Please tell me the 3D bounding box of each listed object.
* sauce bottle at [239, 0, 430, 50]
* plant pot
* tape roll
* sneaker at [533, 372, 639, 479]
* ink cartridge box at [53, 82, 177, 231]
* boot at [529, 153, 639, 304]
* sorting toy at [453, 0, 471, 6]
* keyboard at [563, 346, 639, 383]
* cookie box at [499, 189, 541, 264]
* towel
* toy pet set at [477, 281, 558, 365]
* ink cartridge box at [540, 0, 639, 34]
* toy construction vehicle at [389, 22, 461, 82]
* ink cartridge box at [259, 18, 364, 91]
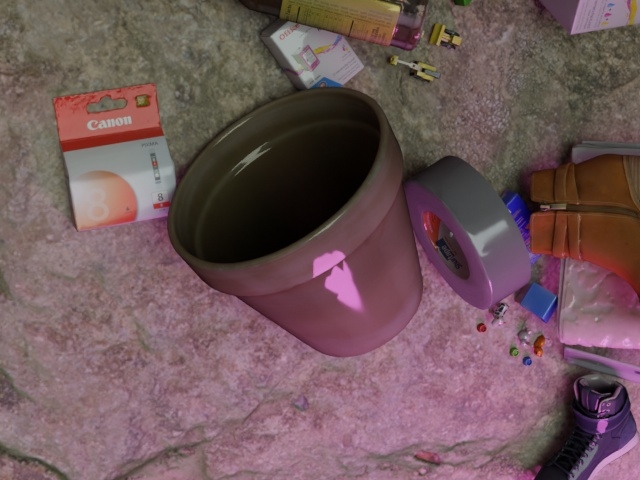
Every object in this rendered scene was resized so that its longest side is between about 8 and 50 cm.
[{"bbox_3d":[-0.027,-0.343,1.566,0.344,0.111,0.111,16,96,-3],"label":"sauce bottle"},{"bbox_3d":[0.000,0.000,1.610,0.323,0.323,0.280,-41,129,-8],"label":"plant pot"},{"bbox_3d":[0.208,-0.011,1.707,0.072,0.219,0.219,-32,110,-13],"label":"tape roll"},{"bbox_3d":[0.412,0.314,1.907,0.226,0.086,0.163,-36,131,-20],"label":"sneaker"},{"bbox_3d":[-0.272,-0.111,1.598,0.145,0.045,0.179,-11,107,-19],"label":"ink cartridge box"},{"bbox_3d":[0.414,0.011,1.743,0.220,0.109,0.284,-4,82,22],"label":"boot"},{"bbox_3d":[0.261,-0.491,1.723,0.348,0.047,0.196,-47,117,-6],"label":"sorting toy"},{"bbox_3d":[0.510,0.212,1.874,0.256,0.072,0.014,14,68,16],"label":"keyboard"},{"bbox_3d":[0.295,-0.008,1.837,0.092,0.040,0.107,-44,113,-8],"label":"cookie box"},{"bbox_3d":[0.528,0.009,1.784,0.331,0.053,0.317,2,88,23],"label":"towel"},{"bbox_3d":[0.330,0.132,1.867,0.122,0.065,0.114,34,88,-24],"label":"toy pet set"},{"bbox_3d":[0.423,-0.397,1.736,0.176,0.127,0.128,-12,136,-19],"label":"ink cartridge box"},{"bbox_3d":[0.154,-0.278,1.730,0.098,0.035,0.086,19,94,-23],"label":"toy construction vehicle"},{"bbox_3d":[-0.013,-0.265,1.660,0.088,0.052,0.122,-41,111,-9],"label":"ink cartridge box"}]
